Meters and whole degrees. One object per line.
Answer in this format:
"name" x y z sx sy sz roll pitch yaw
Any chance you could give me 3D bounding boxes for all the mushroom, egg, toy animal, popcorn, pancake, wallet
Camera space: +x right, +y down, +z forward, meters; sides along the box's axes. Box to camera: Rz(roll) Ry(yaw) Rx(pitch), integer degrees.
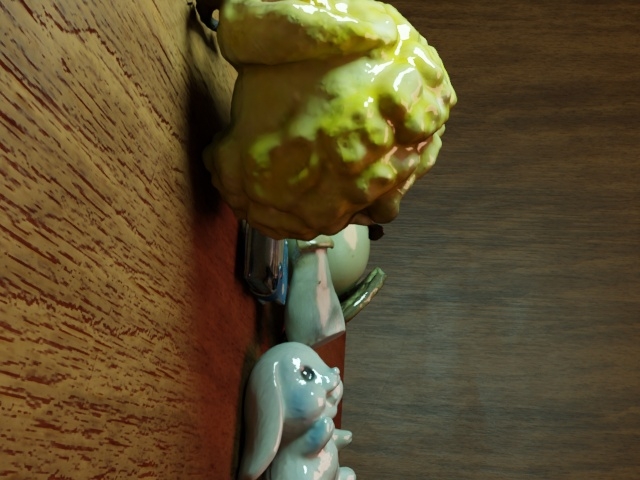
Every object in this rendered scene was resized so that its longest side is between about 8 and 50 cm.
"mushroom" -0.020 0.098 1.460 0.093 0.116 0.225 6 -69 53
"egg" 0.000 0.000 1.570 0.188 0.189 0.253 -81 167 -46
"toy animal" -0.042 0.327 1.401 0.249 0.174 0.289 51 41 -62
"popcorn" -0.015 -0.177 1.038 0.382 0.349 0.349 44 32 -25
"pancake" 0.025 0.132 1.662 0.033 0.288 0.286 52 33 -8
"wallet" -0.089 0.028 1.355 0.202 0.059 0.141 86 5 -74
